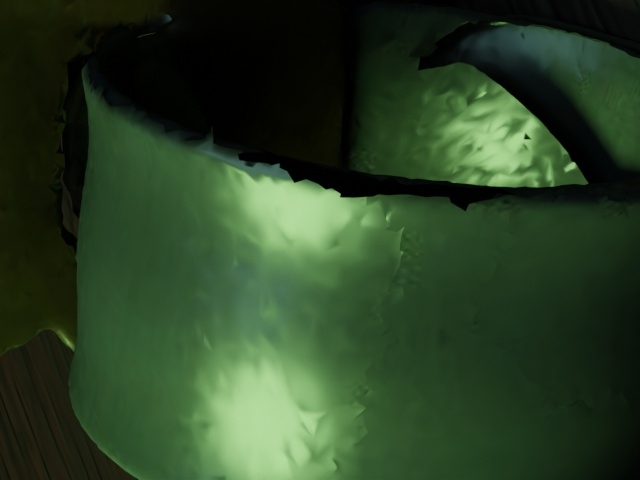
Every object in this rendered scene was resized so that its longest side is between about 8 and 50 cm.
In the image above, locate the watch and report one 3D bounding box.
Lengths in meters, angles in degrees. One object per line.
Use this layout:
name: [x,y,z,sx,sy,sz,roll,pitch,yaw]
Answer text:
watch: [0.000,0.000,0.775,0.327,0.335,0.314,31,121,51]
